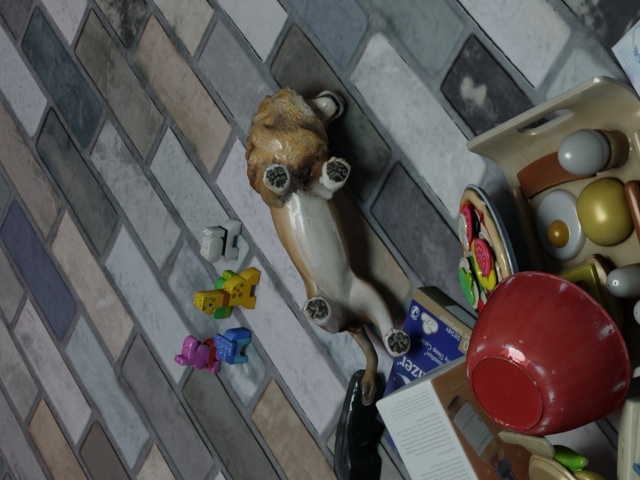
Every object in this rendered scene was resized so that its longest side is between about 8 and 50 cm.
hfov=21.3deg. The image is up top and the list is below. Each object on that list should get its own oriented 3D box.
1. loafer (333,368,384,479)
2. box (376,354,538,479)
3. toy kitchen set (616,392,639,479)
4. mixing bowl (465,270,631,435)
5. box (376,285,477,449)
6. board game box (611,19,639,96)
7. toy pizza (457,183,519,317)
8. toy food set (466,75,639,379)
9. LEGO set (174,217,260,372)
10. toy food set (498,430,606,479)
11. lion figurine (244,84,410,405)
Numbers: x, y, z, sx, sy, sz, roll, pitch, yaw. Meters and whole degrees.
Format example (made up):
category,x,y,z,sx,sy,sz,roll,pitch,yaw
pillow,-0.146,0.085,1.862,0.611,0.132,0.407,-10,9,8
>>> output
category,x,y,z,sx,sy,sz,roll,pitch,yaw
loafer,0.041,0.238,2.145,0.061,0.062,0.170,26,113,52
box,0.164,0.223,1.901,0.091,0.130,0.170,-28,88,42
toy kitchen set,0.400,0.234,1.700,0.207,0.166,0.122,-109,20,-82
mixing bowl,0.218,0.134,1.756,0.181,0.098,0.181,24,131,30
box,0.137,0.185,2.039,0.136,0.036,0.225,38,124,42
board game box,0.350,-0.189,1.739,0.090,0.020,0.090,-47,59,42
toy pizza,0.182,0.037,1.888,0.201,0.032,0.201,166,90,-83
toy food set,0.272,0.005,1.802,0.220,0.092,0.306,-27,74,49
LEGO set,-0.147,0.092,2.331,0.087,0.093,0.227,28,116,46
toy food set,0.276,0.273,1.825,0.192,0.038,0.132,57,163,-13
lion figurine,0.000,0.000,2.097,0.240,0.142,0.392,-166,64,-83
